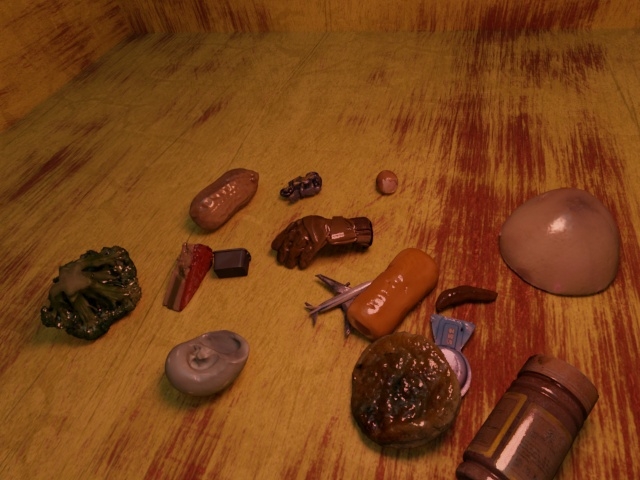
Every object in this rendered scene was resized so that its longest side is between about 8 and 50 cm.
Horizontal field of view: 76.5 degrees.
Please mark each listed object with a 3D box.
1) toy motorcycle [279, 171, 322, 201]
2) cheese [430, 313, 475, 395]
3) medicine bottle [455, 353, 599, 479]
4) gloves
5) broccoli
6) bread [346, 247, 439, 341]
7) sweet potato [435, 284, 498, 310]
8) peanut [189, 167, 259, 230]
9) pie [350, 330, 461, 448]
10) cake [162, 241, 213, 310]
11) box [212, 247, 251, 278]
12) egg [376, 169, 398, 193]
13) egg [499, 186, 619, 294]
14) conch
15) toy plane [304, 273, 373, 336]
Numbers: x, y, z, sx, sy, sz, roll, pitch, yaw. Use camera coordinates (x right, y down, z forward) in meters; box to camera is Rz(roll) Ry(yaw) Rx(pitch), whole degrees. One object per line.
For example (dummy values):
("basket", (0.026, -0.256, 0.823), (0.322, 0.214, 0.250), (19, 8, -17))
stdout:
("toy motorcycle", (-0.056, -0.202, 1.527), (0.124, 0.061, 0.193), (26, 50, 37))
("cheese", (0.317, 0.301, 1.029), (0.135, 0.052, 0.245), (12, 52, 18))
("medicine bottle", (0.431, 0.406, 0.850), (0.151, 0.151, 0.322), (34, 62, 32))
("gloves", (0.000, -0.011, 1.298), (0.330, 0.141, 0.154), (-8, 50, 3))
("broccoli", (-0.691, 0.144, 1.229), (0.265, 0.245, 0.295), (25, 81, 6))
("bread", (0.212, 0.146, 1.139), (0.142, 0.091, 0.305), (43, 66, 12))
("sweet potato", (0.408, 0.153, 1.144), (0.181, 0.053, 0.054), (-8, 9, -1))
("peanut", (-0.349, -0.162, 1.493), (0.152, 0.152, 0.313), (25, 58, 28))
("pie", (0.192, 0.344, 0.963), (0.276, 0.078, 0.277), (-15, 55, 22))
("cake", (-0.423, 0.117, 1.330), (0.086, 0.116, 0.221), (11, 85, 22))
("box", (-0.288, 0.076, 1.316), (0.122, 0.084, 0.069), (-7, 56, 6))
("egg", (0.239, -0.215, 1.475), (0.080, 0.080, 0.096), (-19, 35, -7))
("egg", (0.687, -0.027, 1.154), (0.336, 0.201, 0.337), (-7, 48, 7))
("conch", (-0.294, 0.320, 1.075), (0.220, 0.121, 0.185), (-2, 51, 3))
("toy plane", (0.062, 0.169, 1.184), (0.226, 0.058, 0.226), (-19, 51, -12))
